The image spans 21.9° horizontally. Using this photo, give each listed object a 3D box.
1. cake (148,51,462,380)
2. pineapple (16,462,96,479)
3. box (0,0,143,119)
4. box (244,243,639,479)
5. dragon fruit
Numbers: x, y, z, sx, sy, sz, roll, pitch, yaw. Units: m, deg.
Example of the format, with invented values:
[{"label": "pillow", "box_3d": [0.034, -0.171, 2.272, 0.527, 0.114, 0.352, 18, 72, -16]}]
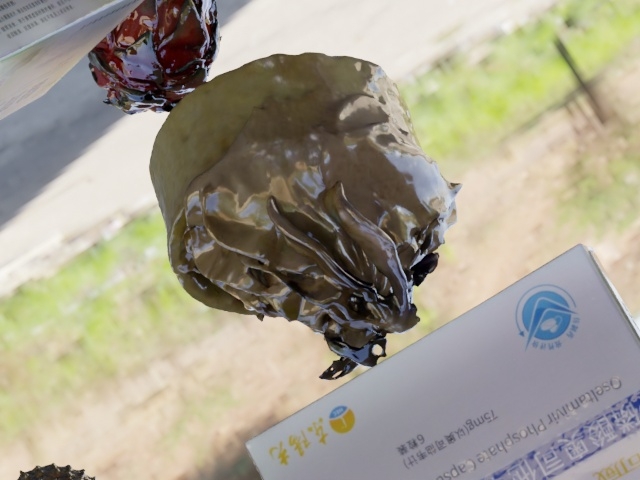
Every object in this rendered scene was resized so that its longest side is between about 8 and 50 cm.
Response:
[{"label": "cake", "box_3d": [-0.008, 0.003, 1.803, 0.332, 0.321, 0.332, -11, 142, -9]}, {"label": "pineapple", "box_3d": [-0.241, 0.284, 1.643, 0.125, 0.125, 0.251, -32, -166, -26]}, {"label": "box", "box_3d": [-0.245, -0.141, 1.250, 0.175, 0.062, 0.260, -37, -176, 33]}, {"label": "box", "box_3d": [0.127, 0.175, 1.394, 0.343, 0.200, 0.065, -31, 167, 12]}, {"label": "dragon fruit", "box_3d": [-0.201, -0.245, 1.975, 0.182, 0.189, 0.182, -15, -147, 10]}]
